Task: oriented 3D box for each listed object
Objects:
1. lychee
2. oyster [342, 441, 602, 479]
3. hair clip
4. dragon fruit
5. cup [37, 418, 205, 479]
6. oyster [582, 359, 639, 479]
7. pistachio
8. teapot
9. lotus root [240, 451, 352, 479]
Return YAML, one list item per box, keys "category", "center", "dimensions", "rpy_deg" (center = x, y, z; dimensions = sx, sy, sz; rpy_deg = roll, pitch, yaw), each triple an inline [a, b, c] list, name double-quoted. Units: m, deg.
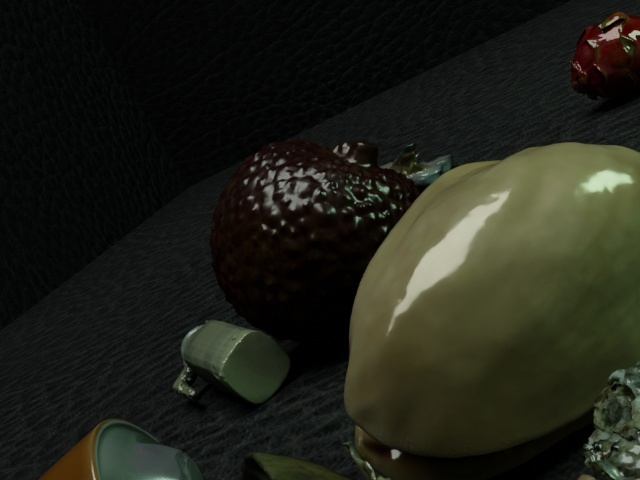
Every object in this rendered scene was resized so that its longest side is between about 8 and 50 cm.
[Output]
- category: "lychee"
  center: [0.000, 0.000, 1.117]
  dimensions: [0.260, 0.260, 0.260]
  rpy_deg: [-28, 12, 7]
- category: "oyster"
  center: [0.102, 0.171, 0.492]
  dimensions: [0.161, 0.107, 0.233]
  rpy_deg: [2, 0, -12]
- category: "hair clip"
  center: [0.132, -0.117, 1.677]
  dimensions: [0.146, 0.075, 0.257]
  rpy_deg: [-32, 6, -22]
- category: "dragon fruit"
  center: [0.459, -0.285, 1.443]
  dimensions: [0.166, 0.133, 0.136]
  rpy_deg: [-15, 25, 17]
- category: "cup"
  center: [-0.176, 0.265, 0.681]
  dimensions: [0.264, 0.182, 0.226]
  rpy_deg: [-35, -21, 4]
- category: "oyster"
  center: [0.225, 0.102, 0.567]
  dimensions: [0.125, 0.064, 0.177]
  rpy_deg: [1, 18, 26]
- category: "pistachio"
  center: [0.146, 0.051, 0.714]
  dimensions: [0.318, 0.214, 0.193]
  rpy_deg: [-44, -27, -19]
- category: "teapot"
  center: [-0.120, 0.156, 1.150]
  dimensions: [0.107, 0.077, 0.200]
  rpy_deg: [-54, 19, -14]
- category: "lotus root"
  center: [0.024, 0.192, 0.443]
  dimensions: [0.078, 0.183, 0.203]
  rpy_deg: [-11, 36, -20]
